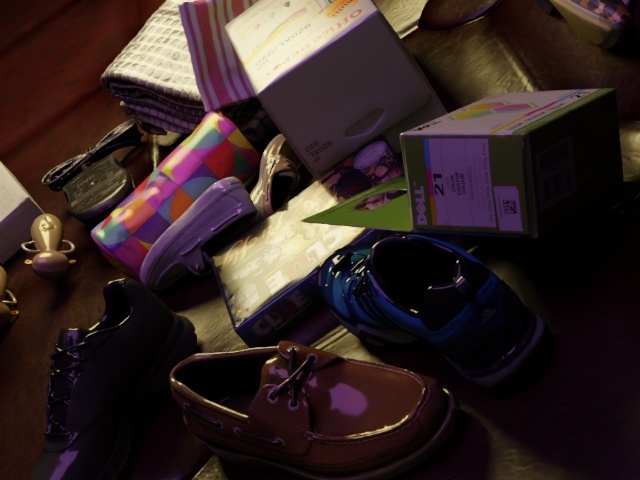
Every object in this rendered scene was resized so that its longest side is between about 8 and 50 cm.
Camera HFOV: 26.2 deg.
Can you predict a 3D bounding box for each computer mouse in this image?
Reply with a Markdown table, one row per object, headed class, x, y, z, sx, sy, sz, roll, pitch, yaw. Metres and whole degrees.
| class | x | y | z | sx | sy | sz | roll | pitch | yaw |
| --- | --- | --- | --- | --- | --- | --- | --- | --- | --- |
| computer mouse | -0.278 | -0.089 | 1.920 | 0.184 | 0.060 | 0.262 | -36 | 26 | -11 |

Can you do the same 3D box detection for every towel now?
| class | x | y | z | sx | sy | sz | roll | pitch | yaw |
| --- | --- | --- | --- | --- | --- | --- | --- | --- | --- |
| towel | -0.141 | -0.259 | 1.887 | 0.284 | 0.121 | 0.235 | 15 | 60 | 43 |
| towel | -0.076 | -0.255 | 1.759 | 0.197 | 0.144 | 0.029 | -17 | 3 | -24 |

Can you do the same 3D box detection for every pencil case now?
| class | x | y | z | sx | sy | sz | roll | pitch | yaw |
| --- | --- | --- | --- | --- | --- | --- | --- | --- | --- |
| pencil case | -0.175 | -0.054 | 1.702 | 0.236 | 0.104 | 0.104 | -46 | 30 | -9 |

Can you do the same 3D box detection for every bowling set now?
| class | x | y | z | sx | sy | sz | roll | pitch | yaw |
| --- | --- | --- | --- | --- | --- | --- | --- | --- | --- |
| bowling set | -0.478 | 0.070 | 1.846 | 0.287 | 0.199 | 0.154 | 1 | 32 | -15 |

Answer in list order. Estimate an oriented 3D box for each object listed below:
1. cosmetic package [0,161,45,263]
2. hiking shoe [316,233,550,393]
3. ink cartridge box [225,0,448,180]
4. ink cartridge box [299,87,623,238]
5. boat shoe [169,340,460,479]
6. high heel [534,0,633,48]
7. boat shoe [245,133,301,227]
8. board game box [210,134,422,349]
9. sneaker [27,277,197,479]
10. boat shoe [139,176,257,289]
| class | x | y | z | sx | sy | sz | roll | pitch | yaw |
| --- | --- | --- | --- | --- | --- | --- | --- | --- | --- |
| cosmetic package | -0.488 | -0.050 | 2.084 | 0.099 | 0.060 | 0.239 | -44 | 30 | -5 |
| hiking shoe | 0.083 | 0.034 | 1.267 | 0.113 | 0.132 | 0.304 | -49 | 31 | -16 |
| ink cartridge box | 0.015 | -0.202 | 1.626 | 0.171 | 0.168 | 0.232 | -35 | 31 | 6 |
| ink cartridge box | 0.127 | -0.076 | 1.289 | 0.255 | 0.097 | 0.189 | 3 | 19 | 36 |
| boat shoe | -0.021 | 0.151 | 1.249 | 0.307 | 0.104 | 0.110 | -10 | 41 | 41 |
| high heel | 0.332 | -0.306 | 1.488 | 0.186 | 0.093 | 0.261 | -42 | 20 | 7 |
| boat shoe | -0.048 | -0.072 | 1.646 | 0.045 | 0.050 | 0.135 | -8 | 52 | 37 |
| board game box | 0.000 | 0.000 | 1.495 | 0.243 | 0.042 | 0.165 | -36 | 30 | 5 |
| sneaker | -0.249 | 0.164 | 1.461 | 0.109 | 0.130 | 0.286 | -7 | 44 | 40 |
| boat shoe | -0.142 | 0.006 | 1.622 | 0.184 | 0.066 | 0.063 | -44 | 69 | 19 |
